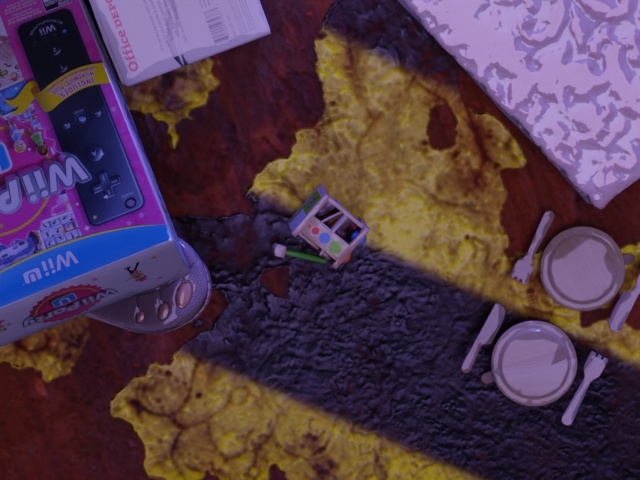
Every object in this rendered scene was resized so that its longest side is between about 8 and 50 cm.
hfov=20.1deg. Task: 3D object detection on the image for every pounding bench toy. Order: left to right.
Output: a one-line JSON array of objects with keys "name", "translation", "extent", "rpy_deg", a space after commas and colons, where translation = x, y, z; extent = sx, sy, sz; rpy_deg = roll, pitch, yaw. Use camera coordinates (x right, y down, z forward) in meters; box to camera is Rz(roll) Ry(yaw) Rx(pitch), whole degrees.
[{"name": "pounding bench toy", "translation": [0.000, 0.000, 1.783], "extent": [0.065, 0.052, 0.083], "rpy_deg": [40, 96, -13]}]

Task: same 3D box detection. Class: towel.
[{"name": "towel", "translation": [0.279, -0.246, 1.758], "extent": [0.317, 0.053, 0.332], "rpy_deg": [-43, 103, 5]}]

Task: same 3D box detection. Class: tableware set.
[{"name": "tableware set", "translation": [0.241, 0.077, 1.835], "extent": [0.128, 0.039, 0.194], "rpy_deg": [28, 93, 1]}]

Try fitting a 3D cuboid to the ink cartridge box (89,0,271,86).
[{"name": "ink cartridge box", "translation": [-0.137, -0.224, 1.713], "extent": [0.150, 0.063, 0.109], "rpy_deg": [-20, 104, -1]}]

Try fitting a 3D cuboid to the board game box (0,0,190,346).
[{"name": "board game box", "translation": [-0.275, -0.073, 1.633], "extent": [0.224, 0.097, 0.303], "rpy_deg": [-22, 70, -4]}]

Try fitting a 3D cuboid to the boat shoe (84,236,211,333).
[{"name": "boat shoe", "translation": [-0.254, 0.014, 1.724], "extent": [0.324, 0.116, 0.123], "rpy_deg": [21, 90, 11]}]
